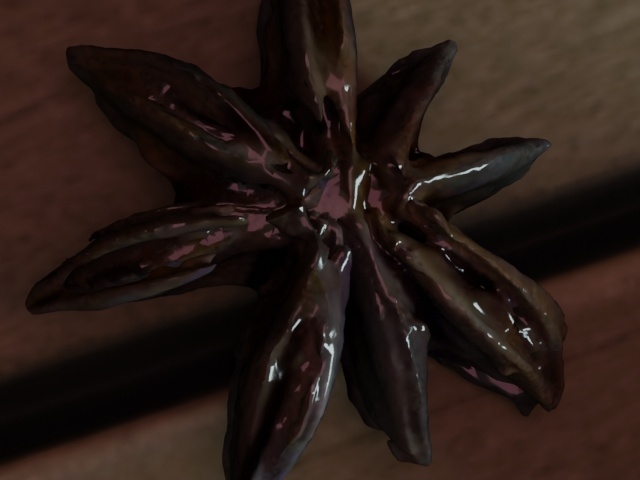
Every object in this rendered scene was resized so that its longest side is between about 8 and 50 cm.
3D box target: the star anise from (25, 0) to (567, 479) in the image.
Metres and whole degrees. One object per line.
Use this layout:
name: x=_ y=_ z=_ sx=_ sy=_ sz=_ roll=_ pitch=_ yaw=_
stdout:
star anise: x=0.000 y=0.000 z=0.765 sx=0.236 sy=0.093 sz=0.229 roll=24 pitch=78 yaw=-10
